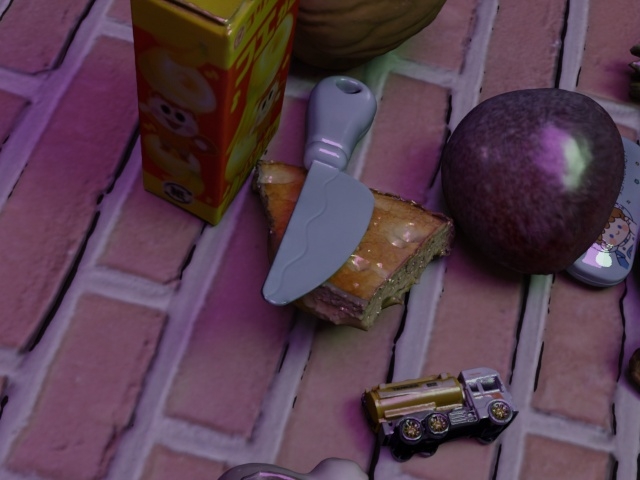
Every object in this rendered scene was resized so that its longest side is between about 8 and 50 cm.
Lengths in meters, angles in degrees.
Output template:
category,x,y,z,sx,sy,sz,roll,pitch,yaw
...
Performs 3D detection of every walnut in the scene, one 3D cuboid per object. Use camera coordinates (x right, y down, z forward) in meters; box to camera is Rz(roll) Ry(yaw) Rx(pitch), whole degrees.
category,x,y,z,sx,sy,sz,roll,pitch,yaw
walnut,0.027,-0.285,0.846,0.228,0.228,0.228,4,61,-7

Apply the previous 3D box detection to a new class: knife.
category,x,y,z,sx,sy,sz,roll,pitch,yaw
knife,0.011,-0.050,0.747,0.080,0.044,0.331,17,40,-5

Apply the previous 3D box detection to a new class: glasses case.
category,x,y,z,sx,sy,sz,roll,pitch,yaw
glasses case,0.286,-0.034,0.838,0.067,0.045,0.178,19,61,3

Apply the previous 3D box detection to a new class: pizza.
category,x,y,z,sx,sy,sz,roll,pitch,yaw
pizza,0.002,0.006,0.760,0.204,0.080,0.188,24,37,16

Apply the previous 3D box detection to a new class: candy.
category,x,y,z,sx,sy,sz,roll,pitch,yaw
candy,-0.087,-0.146,0.707,0.088,0.276,0.146,27,62,5

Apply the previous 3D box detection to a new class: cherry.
category,x,y,z,sx,sy,sz,roll,pitch,yaw
cherry,0.192,-0.059,0.777,0.176,0.140,0.176,-11,56,17

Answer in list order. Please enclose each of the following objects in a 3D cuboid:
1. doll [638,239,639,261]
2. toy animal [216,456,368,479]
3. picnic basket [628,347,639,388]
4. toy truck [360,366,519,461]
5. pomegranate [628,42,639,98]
category,x,y,z,sx,sy,sz,roll,pitch,yaw
doll,0.385,0.006,0.809,0.145,0.096,0.188,29,51,-1
toy animal,-0.095,0.273,0.549,0.325,0.154,0.208,-18,59,-13
picnic basket,0.375,0.138,0.728,0.193,0.110,0.055,42,41,14
toy truck,0.100,0.144,0.708,0.123,0.052,0.062,-9,57,-12
pomegranate,0.448,-0.188,0.888,0.225,0.187,0.187,1,58,20
